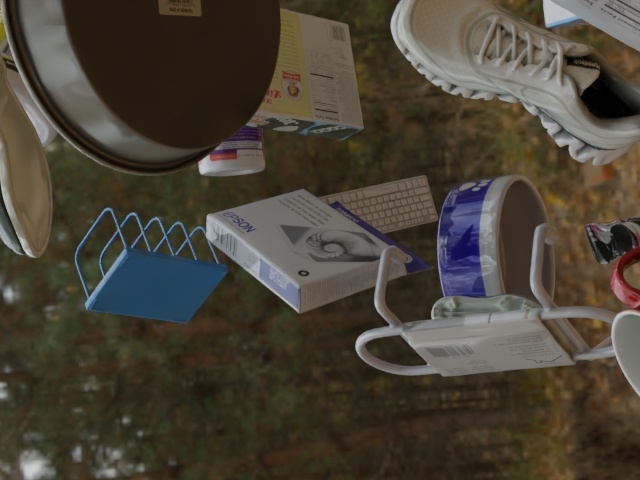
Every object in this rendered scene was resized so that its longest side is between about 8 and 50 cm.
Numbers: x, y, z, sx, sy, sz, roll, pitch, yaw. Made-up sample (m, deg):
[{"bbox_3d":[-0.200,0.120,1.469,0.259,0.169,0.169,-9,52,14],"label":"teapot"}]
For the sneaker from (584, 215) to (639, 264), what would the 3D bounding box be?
[{"bbox_3d":[0.491,-0.004,1.821,0.178,0.077,0.072,-173,65,-77],"label":"sneaker"}]

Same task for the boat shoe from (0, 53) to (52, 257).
[{"bbox_3d":[-0.403,-0.117,1.341,0.116,0.099,0.320,-79,-20,-54],"label":"boat shoe"}]

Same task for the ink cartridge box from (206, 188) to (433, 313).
[{"bbox_3d":[0.000,0.000,1.502,0.223,0.224,0.045,35,131,43],"label":"ink cartridge box"}]

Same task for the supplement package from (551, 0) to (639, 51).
[{"bbox_3d":[0.420,-0.416,1.428,0.199,0.198,0.263,-66,8,-28],"label":"supplement package"}]

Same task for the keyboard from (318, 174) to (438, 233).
[{"bbox_3d":[0.055,-0.039,1.660,0.014,0.256,0.072,-13,90,64],"label":"keyboard"}]

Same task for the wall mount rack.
[{"bbox_3d":[0.232,0.101,1.393,0.304,0.350,0.131,45,-133,-44],"label":"wall mount rack"}]

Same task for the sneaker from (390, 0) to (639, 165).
[{"bbox_3d":[0.211,-0.178,1.142,0.110,0.292,0.118,-66,9,-6],"label":"sneaker"}]

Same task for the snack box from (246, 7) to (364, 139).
[{"bbox_3d":[-0.080,-0.268,1.761,0.060,0.321,0.187,-23,69,47],"label":"snack box"}]

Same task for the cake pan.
[{"bbox_3d":[-0.138,-0.204,0.986,0.293,0.054,0.293,1,-91,-49],"label":"cake pan"}]

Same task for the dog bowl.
[{"bbox_3d":[0.290,0.029,1.852,0.265,0.104,0.265,14,-107,-58],"label":"dog bowl"}]

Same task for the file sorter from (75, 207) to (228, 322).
[{"bbox_3d":[-0.243,0.033,1.612,0.118,0.170,0.104,-50,48,29],"label":"file sorter"}]

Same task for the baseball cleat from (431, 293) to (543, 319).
[{"bbox_3d":[0.264,0.110,1.646,0.109,0.205,0.072,8,-89,-51],"label":"baseball cleat"}]

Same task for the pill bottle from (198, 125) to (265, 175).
[{"bbox_3d":[-0.148,-0.205,1.827,0.108,0.108,0.194,25,-120,-86],"label":"pill bottle"}]

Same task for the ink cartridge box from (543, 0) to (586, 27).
[{"bbox_3d":[0.515,-0.459,1.817,0.198,0.270,0.197,-176,78,-69],"label":"ink cartridge box"}]

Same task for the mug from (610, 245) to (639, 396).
[{"bbox_3d":[0.354,0.058,1.013,0.150,0.169,0.113,64,164,-1],"label":"mug"}]

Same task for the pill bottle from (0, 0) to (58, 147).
[{"bbox_3d":[-0.461,-0.327,1.860,0.188,0.187,0.334,80,-157,-55],"label":"pill bottle"}]
